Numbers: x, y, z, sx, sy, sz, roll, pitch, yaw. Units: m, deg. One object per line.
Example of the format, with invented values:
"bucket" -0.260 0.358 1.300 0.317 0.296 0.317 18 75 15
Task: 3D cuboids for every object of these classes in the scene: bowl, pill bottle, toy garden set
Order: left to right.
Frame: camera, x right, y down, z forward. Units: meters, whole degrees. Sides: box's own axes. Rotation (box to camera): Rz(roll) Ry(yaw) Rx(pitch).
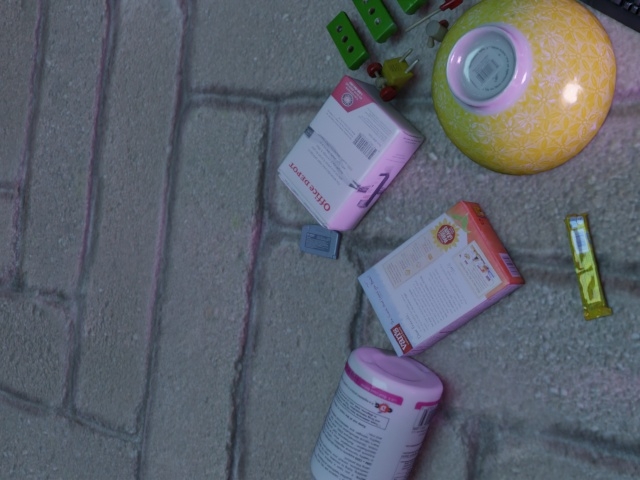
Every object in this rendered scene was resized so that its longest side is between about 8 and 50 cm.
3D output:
"pill bottle" 0.077 0.331 1.427 0.160 0.160 0.283 28 104 34
"toy garden set" 0.143 -0.367 1.463 0.244 0.049 0.203 -41 56 26
"bowl" 0.273 -0.247 1.306 0.290 0.156 0.289 -1 88 37

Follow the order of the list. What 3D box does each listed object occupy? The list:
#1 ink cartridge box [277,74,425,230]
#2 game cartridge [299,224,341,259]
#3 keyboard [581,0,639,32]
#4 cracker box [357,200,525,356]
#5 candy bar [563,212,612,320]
"ink cartridge box" 0.048 -0.146 1.506 0.218 0.092 0.158 -51 61 21
"game cartridge" 0.000 0.000 1.584 0.083 0.017 0.056 14 100 36
"keyboard" 0.414 -0.429 1.244 0.317 0.033 0.201 41 133 30
"cracker box" 0.190 0.064 1.411 0.232 0.067 0.155 -38 67 28
"candy bar" 0.393 0.036 1.293 0.040 0.018 0.161 -16 79 31
